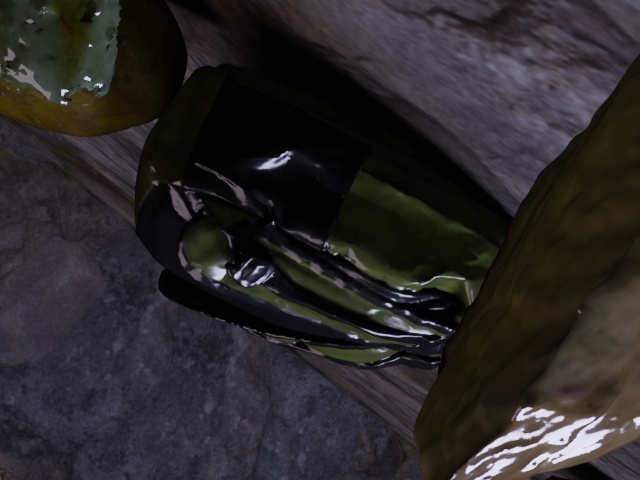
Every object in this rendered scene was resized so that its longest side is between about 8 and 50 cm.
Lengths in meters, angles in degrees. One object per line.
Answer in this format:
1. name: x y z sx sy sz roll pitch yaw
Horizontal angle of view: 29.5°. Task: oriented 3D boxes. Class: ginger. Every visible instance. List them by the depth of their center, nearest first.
1. ginger: 0.107 0.019 0.364 0.123 0.193 0.115 41 174 -19

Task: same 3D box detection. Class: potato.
1. potato: -0.221 -0.166 0.782 0.298 0.141 0.176 36 168 6

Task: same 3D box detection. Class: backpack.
1. backpack: 0.000 0.000 0.787 0.253 0.140 0.207 24 164 -4

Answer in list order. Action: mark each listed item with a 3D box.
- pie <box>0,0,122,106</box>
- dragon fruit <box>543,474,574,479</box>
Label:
1. pie: -0.252 -0.163 0.665 0.302 0.302 0.067 36 -146 2
2. dragon fruit: 0.296 0.391 1.415 0.241 0.241 0.252 47 -176 -47
